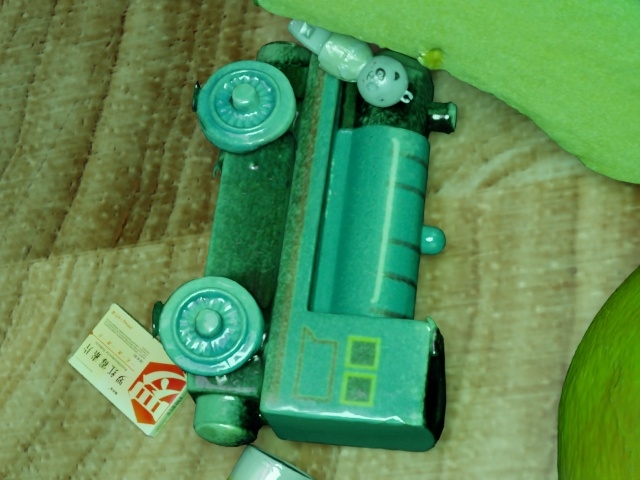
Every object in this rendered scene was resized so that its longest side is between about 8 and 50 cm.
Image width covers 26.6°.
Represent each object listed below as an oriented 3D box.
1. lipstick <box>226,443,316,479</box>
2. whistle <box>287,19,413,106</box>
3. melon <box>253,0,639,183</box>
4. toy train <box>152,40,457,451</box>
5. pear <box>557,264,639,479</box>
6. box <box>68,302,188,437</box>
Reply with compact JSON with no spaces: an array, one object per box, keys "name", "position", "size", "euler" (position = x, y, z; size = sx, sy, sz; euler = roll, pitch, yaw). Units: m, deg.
[{"name":"lipstick","position":[-0.089,0.266,0.911],"size":[0.059,0.059,0.264],"euler":[26,84,25]},{"name":"whistle","position":[0.021,-0.122,0.911],"size":[0.100,0.035,0.035],"euler":[36,88,13]},{"name":"melon","position":[0.135,-0.174,0.876],"size":[0.343,0.331,0.226],"euler":[17,100,6]},{"name":"toy train","position":[0.000,0.000,0.936],"size":[0.194,0.120,0.298],"euler":[4,70,9]},{"name":"pear","position":[0.295,0.095,0.712],"size":[0.398,0.165,0.399],"euler":[-11,55,17]},{"name":"box","position":[-0.139,0.096,1.008],"size":[0.093,0.015,0.058],"euler":[37,90,26]}]
